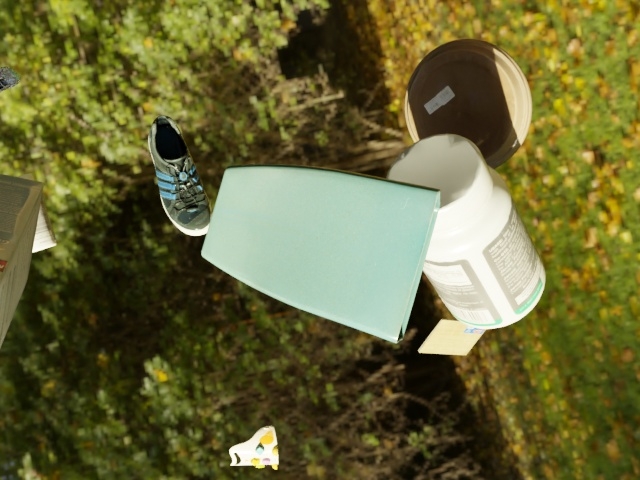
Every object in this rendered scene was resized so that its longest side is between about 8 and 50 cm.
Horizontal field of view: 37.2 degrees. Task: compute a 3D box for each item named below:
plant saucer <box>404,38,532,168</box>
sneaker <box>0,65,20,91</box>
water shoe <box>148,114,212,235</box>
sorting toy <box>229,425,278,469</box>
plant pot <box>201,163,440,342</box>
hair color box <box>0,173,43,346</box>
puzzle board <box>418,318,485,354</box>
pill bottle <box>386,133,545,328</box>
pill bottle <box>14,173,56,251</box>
[{"bbox_3d":[0.291,-0.269,1.936,0.041,0.278,0.277,-22,-78,-57],"label":"plant saucer"},{"bbox_3d":[-0.533,-0.243,1.547,0.038,0.098,0.069,47,-129,-31],"label":"sneaker"},{"bbox_3d":[-0.233,-0.104,1.538,0.080,0.073,0.203,114,132,-75],"label":"water shoe"},{"bbox_3d":[-0.107,0.339,1.510,0.083,0.075,0.044,92,168,-47],"label":"sorting toy"},{"bbox_3d":[0.000,0.000,1.067,0.165,0.234,0.165,33,-106,-82],"label":"plant pot"},{"bbox_3d":[-0.501,0.057,1.380,0.374,0.114,0.185,-102,26,-63],"label":"hair color box"},{"bbox_3d":[0.269,0.194,1.923,0.096,0.128,0.011,-59,40,32],"label":"puzzle board"},{"bbox_3d":[0.260,-0.012,1.695,0.361,0.204,0.204,54,-163,-46],"label":"pill bottle"},{"bbox_3d":[-0.533,-0.047,1.717,0.078,0.078,0.137,-122,16,-84],"label":"pill bottle"}]
